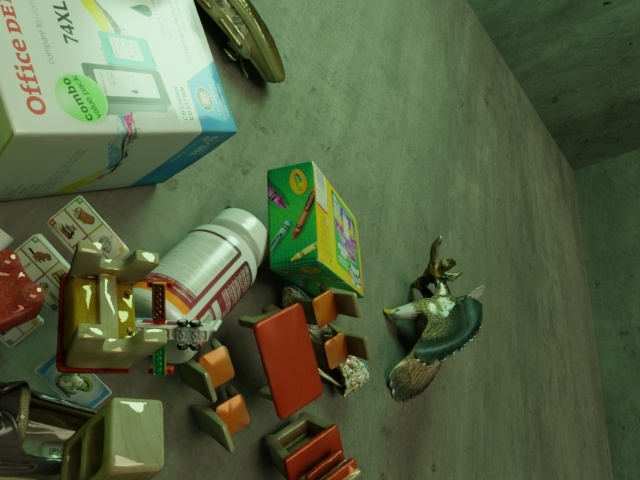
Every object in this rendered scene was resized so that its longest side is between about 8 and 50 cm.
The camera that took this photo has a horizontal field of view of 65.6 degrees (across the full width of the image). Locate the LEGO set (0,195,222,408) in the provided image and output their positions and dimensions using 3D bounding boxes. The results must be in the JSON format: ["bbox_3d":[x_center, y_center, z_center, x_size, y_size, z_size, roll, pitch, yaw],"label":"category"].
[{"bbox_3d":[-0.240,0.095,0.557,0.244,0.182,0.060,50,7,-11],"label":"LEGO set"}]

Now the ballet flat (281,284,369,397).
[{"bbox_3d":[0.001,0.186,0.871,0.077,0.091,0.241,-47,109,-24],"label":"ballet flat"}]

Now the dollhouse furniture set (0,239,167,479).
[{"bbox_3d":[-0.234,0.182,0.369,0.201,0.152,0.374,15,46,-40],"label":"dollhouse furniture set"}]

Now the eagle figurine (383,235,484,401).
[{"bbox_3d":[0.247,0.184,1.082,0.226,0.225,0.298,48,32,-40],"label":"eagle figurine"}]

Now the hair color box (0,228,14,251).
[{"bbox_3d":[-0.395,0.030,0.502,0.072,0.043,0.141,48,43,-25],"label":"hair color box"}]

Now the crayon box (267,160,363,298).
[{"bbox_3d":[0.000,0.000,0.863,0.278,0.081,0.165,44,40,-64],"label":"crayon box"}]

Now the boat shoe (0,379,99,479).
[{"bbox_3d":[-0.308,0.179,0.475,0.285,0.092,0.103,37,13,-38],"label":"boat shoe"}]

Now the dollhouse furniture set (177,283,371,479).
[{"bbox_3d":[-0.032,0.220,0.714,0.262,0.135,0.259,-23,107,-33],"label":"dollhouse furniture set"}]

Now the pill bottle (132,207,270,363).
[{"bbox_3d":[-0.166,0.053,0.697,0.121,0.121,0.221,56,41,-17],"label":"pill bottle"}]

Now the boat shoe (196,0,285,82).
[{"bbox_3d":[-0.167,-0.416,0.937,0.285,0.089,0.104,56,15,-21],"label":"boat shoe"}]

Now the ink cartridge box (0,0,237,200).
[{"bbox_3d":[-0.286,-0.178,0.594,0.270,0.197,0.198,-18,88,-51],"label":"ink cartridge box"}]
